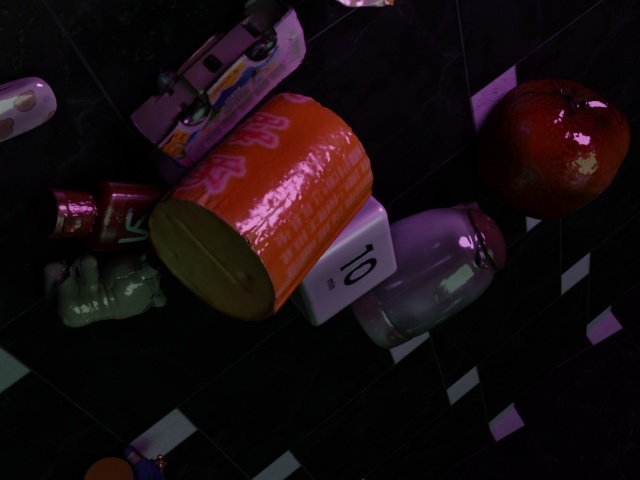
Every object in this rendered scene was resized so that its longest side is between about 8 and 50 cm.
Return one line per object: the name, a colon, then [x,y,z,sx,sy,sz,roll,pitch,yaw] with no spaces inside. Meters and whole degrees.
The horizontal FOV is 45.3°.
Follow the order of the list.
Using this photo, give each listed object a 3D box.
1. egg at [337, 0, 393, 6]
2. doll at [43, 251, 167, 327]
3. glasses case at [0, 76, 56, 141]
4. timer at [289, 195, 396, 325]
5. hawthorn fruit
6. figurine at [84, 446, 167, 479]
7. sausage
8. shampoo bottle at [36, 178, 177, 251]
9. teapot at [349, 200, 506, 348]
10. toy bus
egg: [0.000,-0.420,1.007,0.271,0.162,0.206,-33,121,-73]
doll: [-0.328,0.074,1.191,0.192,0.095,0.149,-14,146,-9]
glasses case: [-0.415,-0.155,0.965,0.164,0.041,0.063,-27,141,-22]
timer: [0.000,0.000,1.384,0.195,0.194,0.192,-33,143,-13]
hawthorn fruit: [0.458,-0.161,1.602,0.285,0.284,0.369,-10,146,-37]
figurine: [-0.395,0.558,1.608,0.158,0.161,0.275,5,131,4]
sausage: [-0.083,-0.055,1.149,0.287,0.233,0.233,-49,152,-37]
shampoo bottle: [-0.273,-0.037,1.187,0.314,0.076,0.118,2,127,-44]
teapot: [0.221,0.035,1.565,0.312,0.315,0.233,-28,111,17]
toy bus: [-0.141,-0.233,1.111,0.274,0.090,0.112,-44,150,-1]
